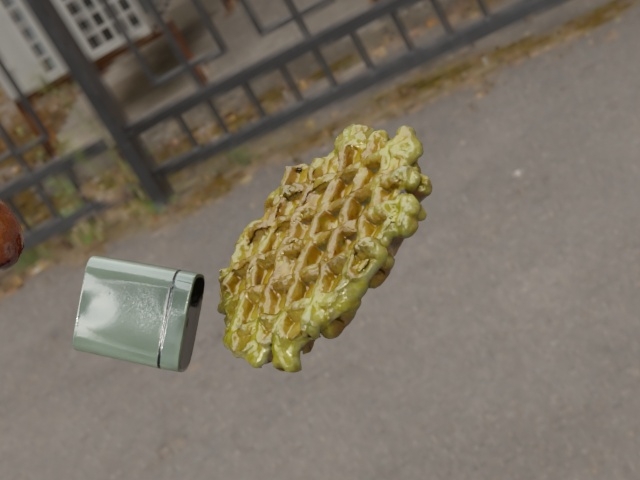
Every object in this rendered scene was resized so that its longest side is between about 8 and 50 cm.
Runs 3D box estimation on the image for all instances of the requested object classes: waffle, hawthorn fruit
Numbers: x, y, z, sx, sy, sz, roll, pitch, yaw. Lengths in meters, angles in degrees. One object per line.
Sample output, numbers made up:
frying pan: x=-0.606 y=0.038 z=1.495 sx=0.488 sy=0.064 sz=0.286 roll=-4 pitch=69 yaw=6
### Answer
waffle: x=0.000 y=0.000 z=1.552 sx=0.325 sy=0.068 sz=0.302 roll=-47 pitch=26 yaw=7
hawthorn fruit: x=-0.294 y=-0.011 z=1.148 sx=0.081 sy=0.093 sz=0.081 roll=-27 pitch=14 yaw=8

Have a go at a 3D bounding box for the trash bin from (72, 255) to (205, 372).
trash bin: x=-0.208 y=0.084 z=1.595 sx=0.130 sy=0.116 sz=0.059 roll=10 pitch=-2 yaw=11
